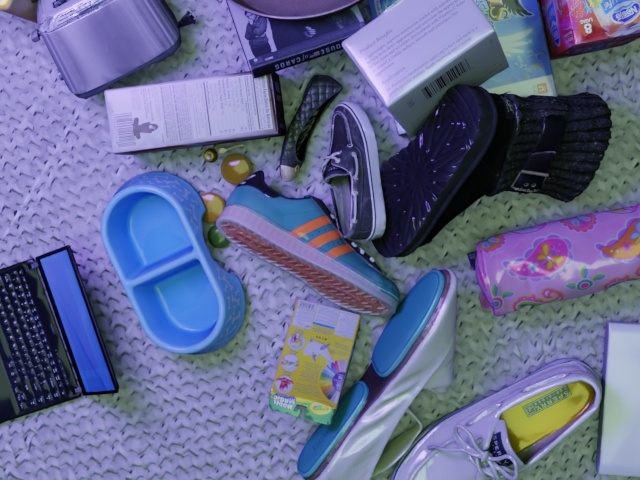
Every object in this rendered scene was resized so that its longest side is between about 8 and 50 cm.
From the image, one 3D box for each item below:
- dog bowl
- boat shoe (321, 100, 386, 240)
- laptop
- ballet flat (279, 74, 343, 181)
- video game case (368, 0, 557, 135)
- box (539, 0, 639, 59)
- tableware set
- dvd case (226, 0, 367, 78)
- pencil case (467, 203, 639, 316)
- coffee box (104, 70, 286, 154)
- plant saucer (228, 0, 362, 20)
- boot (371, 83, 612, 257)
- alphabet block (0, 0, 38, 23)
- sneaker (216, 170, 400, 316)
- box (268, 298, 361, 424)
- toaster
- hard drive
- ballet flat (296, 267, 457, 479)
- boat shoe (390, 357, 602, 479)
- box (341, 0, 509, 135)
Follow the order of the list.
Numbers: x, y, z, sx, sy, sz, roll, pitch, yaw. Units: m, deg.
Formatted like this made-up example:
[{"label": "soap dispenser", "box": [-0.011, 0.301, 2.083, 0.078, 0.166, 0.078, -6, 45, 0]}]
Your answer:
[{"label": "dog bowl", "box": [-0.231, 0.040, 1.956, 0.166, 0.074, 0.297, -24, 93, 12]}, {"label": "boat shoe", "box": [0.042, -0.107, 1.904, 0.070, 0.078, 0.219, -1, 70, -32]}, {"label": "laptop", "box": [-0.449, 0.152, 1.958, 0.264, 0.136, 0.234, -18, 92, 5]}, {"label": "ballet flat", "box": [-0.019, -0.168, 1.942, 0.049, 0.057, 0.173, 23, 94, 16]}, {"label": "video game case", "box": [0.206, -0.313, 1.916, 0.244, 0.061, 0.270, -13, 93, 4]}, {"label": "box", "box": [0.384, -0.335, 1.803, 0.122, 0.257, 0.128, -12, 93, 4]}, {"label": "tableware set", "box": [-0.145, -0.070, 1.979, 0.104, 0.024, 0.154, -14, 94, 8]}, {"label": "dvd case", "box": [-0.047, -0.359, 1.877, 0.179, 0.030, 0.239, -19, 58, -1]}, {"label": "pencil case", "box": [0.367, 0.030, 1.904, 0.284, 0.124, 0.124, -14, 93, 6]}, {"label": "coffee box", "box": [-0.182, -0.190, 1.914, 0.246, 0.141, 0.098, -7, 94, 3]}, {"label": "plant saucer", "box": [-0.019, -0.432, 1.868, 0.310, 0.050, 0.311, -4, 60, 8]}, {"label": "boot", "box": [0.247, -0.091, 1.891, 0.260, 0.348, 0.131, 1, 57, -33]}, {"label": "alphabet block", "box": [-0.478, -0.449, 1.887, 0.193, 0.197, 0.192, 25, 96, 2]}, {"label": "sneaker", "box": [0.000, 0.000, 1.923, 0.302, 0.108, 0.121, 31, 64, -7]}, {"label": "box", "box": [-0.010, 0.187, 1.938, 0.105, 0.043, 0.179, 15, 65, 3]}, {"label": "toaster", "box": [-0.310, -0.325, 1.895, 0.227, 0.129, 0.146, -26, 129, 6]}, {"label": "hard drive", "box": [0.602, 0.248, 1.934, 0.353, 0.047, 0.233, 3, 94, 3]}, {"label": "ballet flat", "box": [0.117, 0.226, 1.940, 0.139, 0.139, 0.400, 34, 100, 1]}, {"label": "boat shoe", "box": [0.263, 0.308, 1.907, 0.367, 0.156, 0.136, -30, 91, 5]}, {"label": "box", "box": [0.150, -0.259, 1.792, 0.181, 0.182, 0.119, -35, 75, 8]}]
